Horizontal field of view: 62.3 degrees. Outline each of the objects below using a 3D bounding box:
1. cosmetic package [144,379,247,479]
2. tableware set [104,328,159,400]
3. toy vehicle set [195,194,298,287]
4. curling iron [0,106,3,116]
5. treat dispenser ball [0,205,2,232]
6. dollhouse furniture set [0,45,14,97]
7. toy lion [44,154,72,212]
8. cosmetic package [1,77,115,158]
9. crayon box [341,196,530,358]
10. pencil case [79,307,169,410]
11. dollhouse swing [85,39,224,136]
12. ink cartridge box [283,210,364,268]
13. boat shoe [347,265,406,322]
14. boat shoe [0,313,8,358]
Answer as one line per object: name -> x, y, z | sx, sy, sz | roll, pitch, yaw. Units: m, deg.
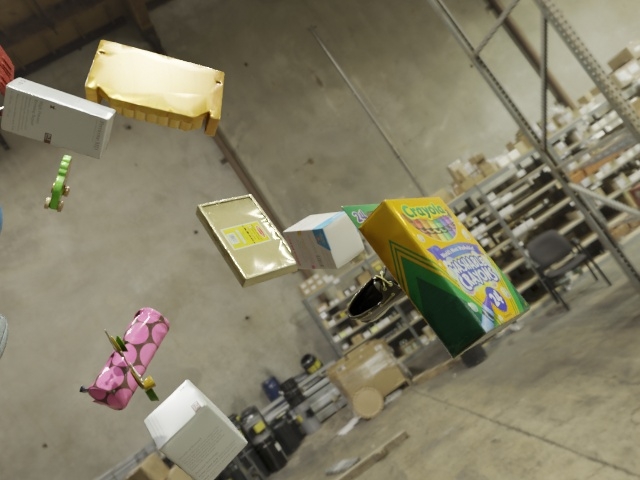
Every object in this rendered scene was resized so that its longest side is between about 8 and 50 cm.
cosmetic package -> -0.318, 0.489, 1.351 | 0.151, 0.183, 0.151 | -44, 29, -17
tableware set -> -0.348, 0.231, 0.990 | 0.024, 0.154, 0.104 | -33, -41, -28
toy vehicle set -> -0.190, -0.007, 1.376 | 0.166, 0.266, 0.035 | -15, -35, -36
curling iron -> -0.923, -0.372, 1.576 | 0.274, 0.068, 0.035 | 9, 36, 32
treat dispenser ball -> -0.971, -0.054, 1.340 | 0.288, 0.288, 0.288 | -34, -5, -3
dollhouse furniture set -> -0.928, -0.487, 1.247 | 0.202, 0.152, 0.374 | -17, -34, -2
toy lion -> -0.518, -0.119, 1.059 | 0.096, 0.034, 0.100 | -62, 25, 28
cosmetic package -> -0.640, -0.297, 1.301 | 0.085, 0.231, 0.117 | -100, 30, -58
crayon box -> 0.205, 0.030, 0.941 | 0.203, 0.323, 0.083 | -9, -34, -50
pencil case -> -0.402, 0.246, 1.113 | 0.098, 0.095, 0.209 | -42, 18, 47
dollhouse swing -> -0.494, -0.378, 1.581 | 0.347, 0.315, 0.305 | 10, -40, -18
ink cartridge box -> 0.000, 0.000, 1.101 | 0.090, 0.092, 0.143 | -33, 20, -37
boat shoe -> 0.148, 0.111, 1.227 | 0.069, 0.081, 0.227 | 6, -48, -44
boat shoe -> -0.843, 0.305, 1.230 | 0.094, 0.302, 0.109 | 2, -33, 19
